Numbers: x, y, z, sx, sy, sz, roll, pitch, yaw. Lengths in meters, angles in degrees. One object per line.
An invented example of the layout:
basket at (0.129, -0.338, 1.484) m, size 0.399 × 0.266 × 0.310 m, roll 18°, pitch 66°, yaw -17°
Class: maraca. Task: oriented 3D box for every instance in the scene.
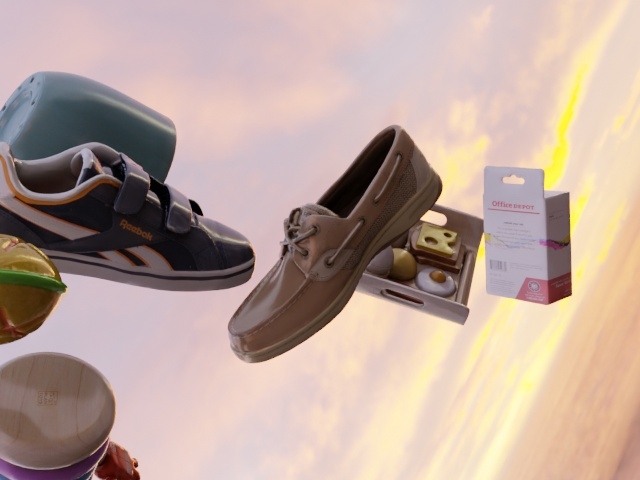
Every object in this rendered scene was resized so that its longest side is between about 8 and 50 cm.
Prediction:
maraca at (-0.313, 0.047, 0.817) m, size 0.127 × 0.185 × 0.099 m, roll 23°, pitch -116°, yaw -51°

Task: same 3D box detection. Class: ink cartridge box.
ink cartridge box at (0.304, -0.014, 1.326) m, size 0.067 × 0.115 × 0.198 m, roll -15°, pitch -74°, yaw -40°

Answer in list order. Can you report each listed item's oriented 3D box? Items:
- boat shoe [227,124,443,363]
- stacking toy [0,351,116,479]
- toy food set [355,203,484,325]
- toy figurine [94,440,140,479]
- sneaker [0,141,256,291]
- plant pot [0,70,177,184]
boat shoe at (0.000, 0.000, 1.093) m, size 0.341 × 0.121 × 0.110 m, roll -47°, pitch -58°, yaw -15°
stacking toy at (-0.315, 0.281, 1.010) m, size 0.141 × 0.141 × 0.330 m, roll -46°, pitch -20°, yaw -49°
toy food set at (0.170, 0.014, 1.571) m, size 0.306 × 0.219 × 0.092 m, roll -63°, pitch -12°, yaw -56°
toy figurine at (-0.403, 0.366, 1.339) m, size 0.213 × 0.209 × 0.148 m, roll -62°, pitch -36°, yaw -20°
sneaker at (-0.212, -0.027, 0.986) m, size 0.126 × 0.321 × 0.127 m, roll -128°, pitch 50°, yaw -58°
plant pot at (-0.431, -0.152, 1.551) m, size 0.235 × 0.293 × 0.293 m, roll 34°, pitch -102°, yaw -35°
